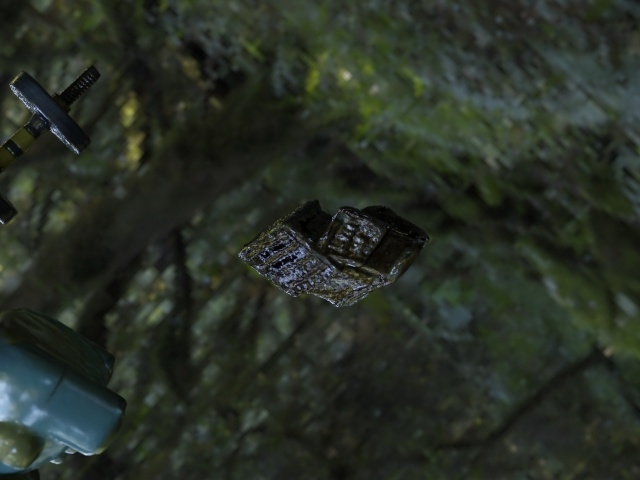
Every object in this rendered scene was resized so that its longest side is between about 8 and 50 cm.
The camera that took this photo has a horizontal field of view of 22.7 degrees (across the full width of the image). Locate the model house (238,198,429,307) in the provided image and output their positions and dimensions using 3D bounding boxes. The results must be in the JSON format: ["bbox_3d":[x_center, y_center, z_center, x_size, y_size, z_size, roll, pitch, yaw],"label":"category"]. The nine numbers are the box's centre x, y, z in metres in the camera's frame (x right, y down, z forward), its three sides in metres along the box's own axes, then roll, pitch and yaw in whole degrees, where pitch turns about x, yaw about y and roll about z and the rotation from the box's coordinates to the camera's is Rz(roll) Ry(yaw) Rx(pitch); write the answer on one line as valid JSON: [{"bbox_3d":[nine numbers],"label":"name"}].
[{"bbox_3d":[0.005,-0.003,1.660,0.152,0.165,0.106,18,-131,-43],"label":"model house"}]

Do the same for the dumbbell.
[{"bbox_3d":[-0.434,-0.130,2.251,0.143,0.325,0.143,44,173,7],"label":"dumbbell"}]

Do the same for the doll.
[{"bbox_3d":[-0.314,0.200,1.490,0.161,0.260,0.177,33,-172,-22],"label":"doll"}]
